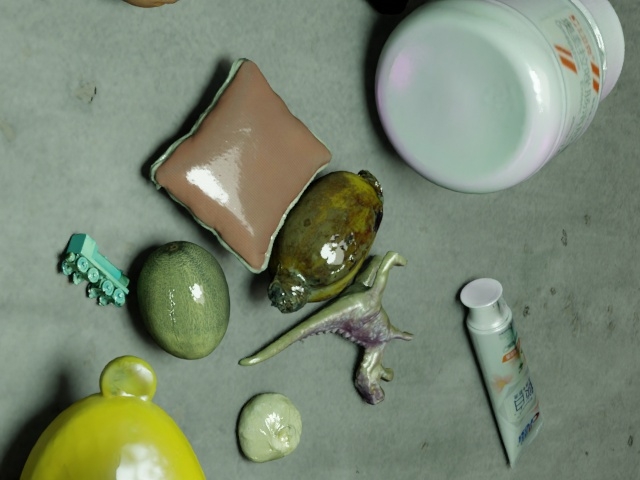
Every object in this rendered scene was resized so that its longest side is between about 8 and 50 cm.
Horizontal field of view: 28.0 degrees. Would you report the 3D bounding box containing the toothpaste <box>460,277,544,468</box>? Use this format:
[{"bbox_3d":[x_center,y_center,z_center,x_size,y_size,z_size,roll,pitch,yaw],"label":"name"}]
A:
[{"bbox_3d":[0.266,0.191,1.844,0.100,0.066,0.323,-48,134,-31],"label":"toothpaste"}]

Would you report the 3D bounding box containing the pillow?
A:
[{"bbox_3d":[-0.083,-0.082,1.387,0.171,0.075,0.179,46,65,-29],"label":"pillow"}]

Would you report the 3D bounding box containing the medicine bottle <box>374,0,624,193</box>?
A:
[{"bbox_3d":[0.234,-0.210,1.598,0.302,0.241,0.241,-34,121,-51],"label":"medicine bottle"}]

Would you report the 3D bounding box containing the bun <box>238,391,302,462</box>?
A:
[{"bbox_3d":[-0.054,0.219,1.493,0.086,0.054,0.086,-10,103,-46],"label":"bun"}]

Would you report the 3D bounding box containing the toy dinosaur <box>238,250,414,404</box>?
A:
[{"bbox_3d":[0.035,0.100,1.564,0.251,0.072,0.200,31,84,-56],"label":"toy dinosaur"}]

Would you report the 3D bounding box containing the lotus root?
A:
[{"bbox_3d":[0.000,0.000,1.471,0.209,0.120,0.120,-53,131,-30],"label":"lotus root"}]

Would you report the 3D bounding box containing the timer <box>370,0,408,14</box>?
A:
[{"bbox_3d":[0.079,-0.382,1.537,0.144,0.055,0.187,43,61,-53],"label":"timer"}]

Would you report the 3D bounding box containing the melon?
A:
[{"bbox_3d":[-0.142,0.064,1.338,0.098,0.098,0.131,-29,117,-41],"label":"melon"}]

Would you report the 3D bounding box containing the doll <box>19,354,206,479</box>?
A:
[{"bbox_3d":[-0.185,0.365,1.247,0.348,0.161,0.423,37,88,-12],"label":"doll"}]

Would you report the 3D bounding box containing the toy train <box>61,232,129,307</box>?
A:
[{"bbox_3d":[-0.225,0.032,1.293,0.092,0.029,0.045,48,46,-45],"label":"toy train"}]

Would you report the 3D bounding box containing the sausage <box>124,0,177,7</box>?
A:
[{"bbox_3d":[-0.214,-0.329,1.172,0.304,0.121,0.121,44,65,-42],"label":"sausage"}]
